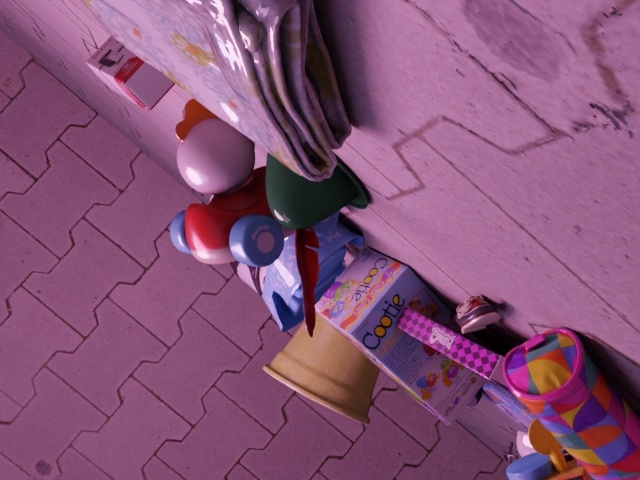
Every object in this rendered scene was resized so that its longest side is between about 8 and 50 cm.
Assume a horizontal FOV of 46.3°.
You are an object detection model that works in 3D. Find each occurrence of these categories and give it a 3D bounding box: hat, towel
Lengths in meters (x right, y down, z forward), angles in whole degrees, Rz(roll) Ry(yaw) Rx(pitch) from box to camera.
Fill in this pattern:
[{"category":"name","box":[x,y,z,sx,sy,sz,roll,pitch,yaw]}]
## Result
[{"category":"hat","box":[-0.055,-0.032,0.964,0.208,0.183,0.173,33,169,46]},{"category":"towel","box":[-0.140,-0.219,0.661,0.374,0.090,0.320,38,172,17]}]

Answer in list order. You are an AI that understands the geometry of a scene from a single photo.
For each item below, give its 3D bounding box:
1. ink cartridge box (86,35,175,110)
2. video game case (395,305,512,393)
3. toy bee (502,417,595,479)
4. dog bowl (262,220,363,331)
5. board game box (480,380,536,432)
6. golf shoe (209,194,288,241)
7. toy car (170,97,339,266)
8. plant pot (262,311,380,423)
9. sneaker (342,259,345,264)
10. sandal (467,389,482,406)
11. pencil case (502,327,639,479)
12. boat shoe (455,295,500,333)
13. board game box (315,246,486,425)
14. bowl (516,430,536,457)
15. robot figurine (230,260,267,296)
[{"category":"ink cartridge box","box":[-0.236,-0.237,0.983,0.135,0.099,0.056,31,169,47]},{"category":"video game case","box":[0.251,0.183,1.104,0.210,0.041,0.232,29,178,-29]},{"category":"toy bee","box":[0.341,0.317,1.029,0.195,0.162,0.298,61,-171,-18]},{"category":"dog bowl","box":[-0.023,0.055,1.283,0.074,0.166,0.297,46,158,13]},{"category":"board game box","box":[0.381,0.319,1.432,0.160,0.039,0.211,39,173,12]},{"category":"golf shoe","box":[-0.134,-0.067,1.528,0.306,0.115,0.140,25,154,41]},{"category":"toy car","box":[-0.126,-0.103,1.109,0.219,0.210,0.237,9,121,52]},{"category":"plant pot","box":[0.046,0.247,1.739,0.276,0.253,0.276,27,175,3]},{"category":"sneaker","box":[0.000,0.000,1.418,0.054,0.061,0.152,43,159,56]},{"category":"sandal","box":[0.245,0.222,1.464,0.254,0.054,0.097,56,153,-14]},{"category":"pencil case","box":[0.303,0.195,0.864,0.236,0.104,0.104,46,171,-34]},{"category":"boat shoe","box":[0.202,0.094,0.982,0.137,0.049,0.043,70,-171,-77]},{"category":"board game box","box":[0.146,0.160,1.261,0.275,0.144,0.142,45,172,-28]},{"category":"bowl","box":[0.425,0.385,1.320,0.142,0.053,0.142,6,165,45]},{"category":"robot figurine","box":[-0.102,0.047,1.700,0.209,0.173,0.278,-3,-159,-34]}]
